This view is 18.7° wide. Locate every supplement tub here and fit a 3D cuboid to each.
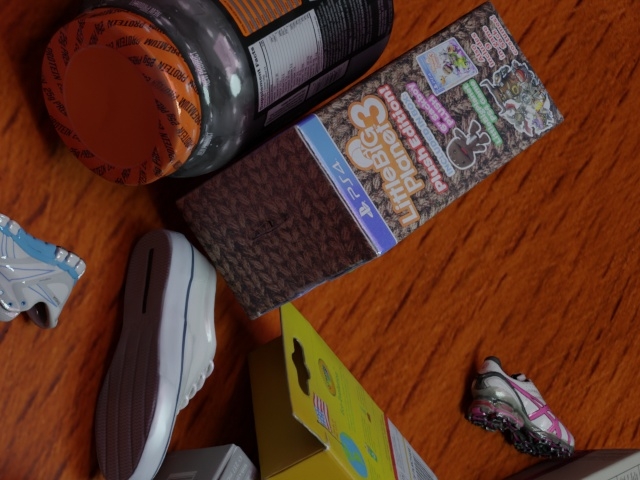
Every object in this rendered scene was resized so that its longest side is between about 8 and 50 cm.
[{"bbox_3d":[-0.096,-0.190,1.860,0.338,0.207,0.207,-35,112,-46],"label":"supplement tub"}]

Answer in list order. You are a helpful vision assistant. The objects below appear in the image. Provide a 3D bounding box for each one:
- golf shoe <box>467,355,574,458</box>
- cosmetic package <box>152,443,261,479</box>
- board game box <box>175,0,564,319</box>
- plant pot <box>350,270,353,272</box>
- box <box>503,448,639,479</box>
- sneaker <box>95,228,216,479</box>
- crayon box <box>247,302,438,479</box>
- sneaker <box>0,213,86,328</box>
[{"bbox_3d":[0.249,0.203,2.324,0.186,0.067,0.086,35,58,-41],"label":"golf shoe"},{"bbox_3d":[-0.079,0.323,1.891,0.238,0.107,0.127,51,46,-28],"label":"cosmetic package"},{"bbox_3d":[0.048,-0.077,1.890,0.291,0.232,0.141,-35,94,-37],"label":"board game box"},{"bbox_3d":[0.000,0.000,2.050,0.083,0.081,0.081,17,72,-57],"label":"plant pot"},{"bbox_3d":[0.291,0.346,2.307,0.232,0.127,0.148,-14,96,-50],"label":"box"},{"bbox_3d":[-0.143,0.118,1.849,0.091,0.094,0.258,29,63,-39],"label":"sneaker"},{"bbox_3d":[0.021,0.225,1.970,0.318,0.081,0.202,52,16,-31],"label":"crayon box"},{"bbox_3d":[-0.287,0.026,1.714,0.191,0.071,0.083,30,68,-43],"label":"sneaker"}]
